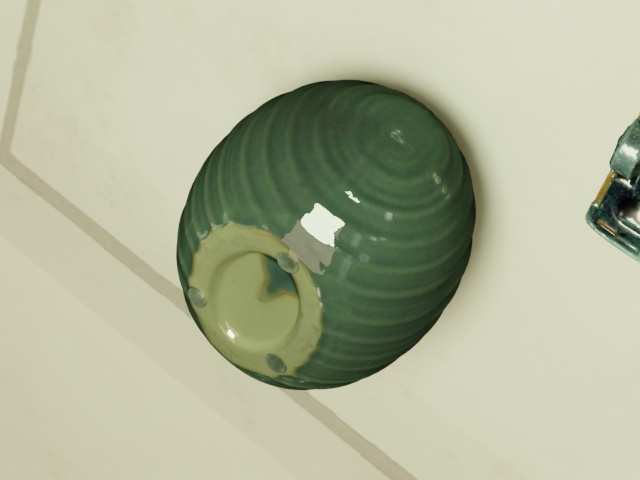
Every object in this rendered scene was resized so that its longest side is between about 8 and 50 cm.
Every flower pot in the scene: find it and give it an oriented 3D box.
[{"bbox_3d":[0.000,0.000,1.002,0.189,0.157,0.243,41,141,6],"label":"flower pot"}]

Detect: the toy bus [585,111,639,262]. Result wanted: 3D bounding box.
[{"bbox_3d":[0.221,-0.071,0.792,0.091,0.103,0.182,33,132,16],"label":"toy bus"}]
